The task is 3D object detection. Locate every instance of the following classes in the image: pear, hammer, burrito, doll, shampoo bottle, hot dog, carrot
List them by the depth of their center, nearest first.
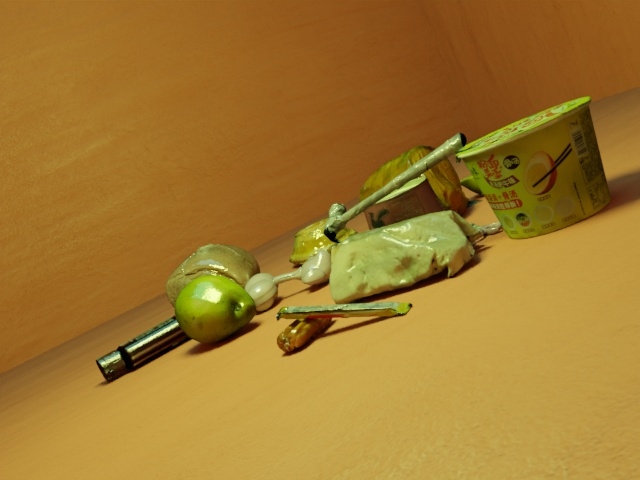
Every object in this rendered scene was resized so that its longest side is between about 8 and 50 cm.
[{"bbox_3d":[-0.032,0.184,1.444,0.071,0.045,0.165,-17,10,34],"label":"hot dog"},{"bbox_3d":[0.180,0.026,1.535,0.331,0.135,0.190,-20,10,32],"label":"burrito"},{"bbox_3d":[0.164,-0.130,1.619,0.426,0.044,0.152,-35,21,29],"label":"hammer"},{"bbox_3d":[-0.274,0.180,1.807,0.219,0.188,0.187,5,24,36],"label":"pear"},{"bbox_3d":[-0.087,0.114,1.970,0.365,0.094,0.160,-25,17,9],"label":"doll"},{"bbox_3d":[-0.486,0.297,2.002,0.323,0.084,0.129,-29,5,-29],"label":"shampoo bottle"},{"bbox_3d":[0.300,-0.157,2.090,0.241,0.242,0.340,-29,6,-35],"label":"carrot"}]

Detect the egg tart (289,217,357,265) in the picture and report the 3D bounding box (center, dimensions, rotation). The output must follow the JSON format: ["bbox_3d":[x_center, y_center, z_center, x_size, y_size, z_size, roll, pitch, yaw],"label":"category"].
[{"bbox_3d":[0.000,0.000,2.480,0.288,0.119,0.288,-22,11,5],"label":"egg tart"}]

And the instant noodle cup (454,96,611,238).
[{"bbox_3d":[0.473,-0.149,1.502,0.311,0.222,0.311,-23,6,3],"label":"instant noodle cup"}]

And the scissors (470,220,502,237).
[{"bbox_3d":[0.393,-0.031,1.719,0.110,0.021,0.212,-22,8,5],"label":"scissors"}]

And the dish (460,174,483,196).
[{"bbox_3d":[0.546,-0.195,2.196,0.207,0.080,0.149,-23,3,23],"label":"dish"}]

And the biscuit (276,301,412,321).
[{"bbox_3d":[0.041,0.140,1.386,0.291,0.026,0.048,-5,23,28],"label":"biscuit"}]

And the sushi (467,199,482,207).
[{"bbox_3d":[0.416,-0.112,2.212,0.139,0.031,0.201,-25,7,-13],"label":"sushi"}]

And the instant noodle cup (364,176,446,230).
[{"bbox_3d":[0.222,-0.045,1.755,0.234,0.179,0.235,-23,9,4],"label":"instant noodle cup"}]

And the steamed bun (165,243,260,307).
[{"bbox_3d":[-0.367,0.111,2.342,0.301,0.199,0.251,-13,2,16],"label":"steamed bun"}]

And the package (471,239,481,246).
[{"bbox_3d":[0.321,0.017,1.570,0.083,0.029,0.059,-37,17,-14],"label":"package"}]
